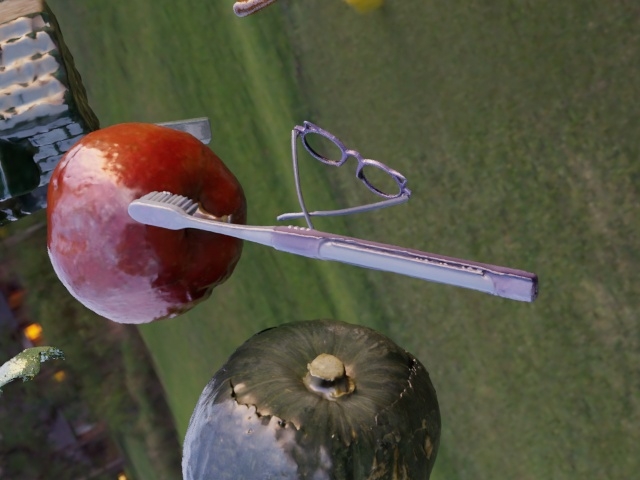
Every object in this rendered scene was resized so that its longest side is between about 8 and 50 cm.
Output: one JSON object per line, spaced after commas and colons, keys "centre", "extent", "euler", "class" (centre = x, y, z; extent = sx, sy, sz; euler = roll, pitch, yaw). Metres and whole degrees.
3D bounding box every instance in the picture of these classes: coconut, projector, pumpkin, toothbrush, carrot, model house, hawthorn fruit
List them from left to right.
{"centre": [-0.547, -0.127, 1.619], "extent": [0.400, 0.446, 0.395], "euler": [-125, 18, -68], "class": "model house"}
{"centre": [-0.517, 0.226, 1.951], "extent": [0.055, 0.158, 0.133], "euler": [52, 155, 1], "class": "coconut"}
{"centre": [-0.180, -0.024, 1.295], "extent": [0.272, 0.242, 0.241], "euler": [-10, 108, 51], "class": "hawthorn fruit"}
{"centre": [-0.314, -0.233, 2.484], "extent": [0.115, 0.147, 0.061], "euler": [-134, 36, -80], "class": "projector"}
{"centre": [-0.104, -0.405, 1.913], "extent": [0.032, 0.093, 0.032], "euler": [-21, -90, -78], "class": "carrot"}
{"centre": [-0.008, 0.238, 1.306], "extent": [0.327, 0.292, 0.257], "euler": [-75, -4, -58], "class": "pumpkin"}
{"centre": [0.000, 0.000, 0.885], "extent": [0.354, 0.029, 0.024], "euler": [11, 129, 25], "class": "toothbrush"}

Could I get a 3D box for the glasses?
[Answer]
{"centre": [0.008, -0.046, 1.147], "extent": [0.140, 0.103, 0.062], "euler": [33, 156, 8], "class": "glasses"}
